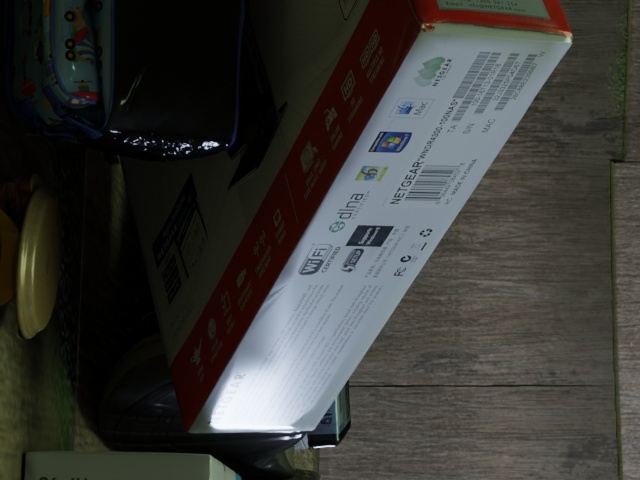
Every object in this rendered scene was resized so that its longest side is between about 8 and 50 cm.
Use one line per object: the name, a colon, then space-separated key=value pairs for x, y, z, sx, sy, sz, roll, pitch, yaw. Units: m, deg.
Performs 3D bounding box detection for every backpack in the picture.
backpack: x=-0.104 y=-0.116 z=0.973 sx=0.173 sy=0.117 sz=0.158 roll=178 pitch=-86 yaw=-68

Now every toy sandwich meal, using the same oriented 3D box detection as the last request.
toy sandwich meal: x=-0.151 y=0.007 z=0.956 sx=0.085 sy=0.029 sz=0.086 roll=5 pitch=90 yaw=-87

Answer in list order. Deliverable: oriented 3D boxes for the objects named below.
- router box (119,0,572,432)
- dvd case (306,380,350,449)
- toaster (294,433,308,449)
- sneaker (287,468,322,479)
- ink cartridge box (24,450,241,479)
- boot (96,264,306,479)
router box: x=-0.017 y=-0.109 z=1.018 sx=0.335 sy=0.082 sz=0.301 roll=120 pitch=-38 yaw=-46
dvd case: x=0.000 y=0.000 z=1.207 sx=0.180 sy=0.022 sz=0.253 roll=42 pitch=45 yaw=-86
toaster: x=-0.047 y=0.072 z=1.675 sx=0.146 sy=0.129 sz=0.227 roll=68 pitch=24 yaw=-73
sneaker: x=-0.073 y=0.253 z=1.371 sx=0.321 sy=0.126 sz=0.127 roll=-29 pitch=115 yaw=-73
ink cartridge box: x=-0.104 y=0.152 z=1.060 sx=0.180 sy=0.104 sz=0.060 roll=72 pitch=19 yaw=-78
boot: x=-0.069 y=0.009 z=1.309 sx=0.377 sy=0.138 sz=0.284 roll=77 pitch=13 yaw=-74
